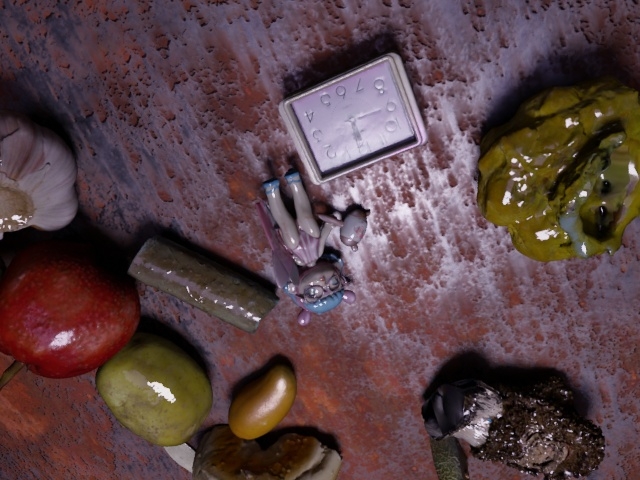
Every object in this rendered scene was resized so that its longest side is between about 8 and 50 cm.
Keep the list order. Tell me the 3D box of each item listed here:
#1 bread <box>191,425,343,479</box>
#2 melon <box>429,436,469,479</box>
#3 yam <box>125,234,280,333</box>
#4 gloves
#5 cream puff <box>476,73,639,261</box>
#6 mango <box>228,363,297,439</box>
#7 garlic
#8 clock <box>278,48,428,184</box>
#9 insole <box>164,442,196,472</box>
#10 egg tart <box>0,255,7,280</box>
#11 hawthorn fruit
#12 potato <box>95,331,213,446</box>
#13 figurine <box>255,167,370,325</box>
[{"bbox_3d":[-0.113,0.501,1.016,0.315,0.192,0.171,-1,113,6],"label":"bread"},{"bbox_3d":[0.265,0.468,0.973,0.054,0.182,0.098,-32,103,18],"label":"melon"},{"bbox_3d":[-0.205,0.080,0.894,0.260,0.093,0.093,27,114,-6],"label":"yam"},{"bbox_3d":[0.363,0.339,0.928,0.313,0.135,0.210,25,114,-6],"label":"gloves"},{"bbox_3d":[0.361,-0.088,0.712,0.282,0.185,0.281,4,115,8],"label":"cream puff"},{"bbox_3d":[-0.111,0.319,0.997,0.102,0.085,0.184,39,102,-7],"label":"mango"},{"bbox_3d":[-0.522,-0.081,0.796,0.257,0.207,0.206,-15,112,17],"label":"garlic"},{"bbox_3d":[0.052,-0.183,0.760,0.192,0.071,0.146,-19,111,13],"label":"clock"},{"bbox_3d":[-0.288,0.502,1.134,0.063,0.010,0.192,-40,104,20],"label":"insole"},{"bbox_3d":[-0.637,0.020,0.821,0.150,0.352,0.351,-39,109,-19],"label":"egg tart"},{"bbox_3d":[-0.430,0.129,0.814,0.211,0.266,0.230,-13,124,38],"label":"hawthorn fruit"},{"bbox_3d":[-0.316,0.286,0.964,0.229,0.148,0.197,34,100,-11],"label":"potato"},{"bbox_3d":[-0.011,0.001,0.847,0.206,0.103,0.259,-28,111,-22],"label":"figurine"}]
